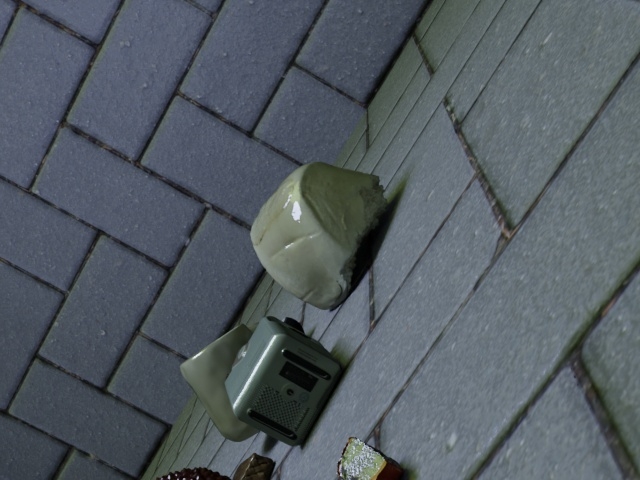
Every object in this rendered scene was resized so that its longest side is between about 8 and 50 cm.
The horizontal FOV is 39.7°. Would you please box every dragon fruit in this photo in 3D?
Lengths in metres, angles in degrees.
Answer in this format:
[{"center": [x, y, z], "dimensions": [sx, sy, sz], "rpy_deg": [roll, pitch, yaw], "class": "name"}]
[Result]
[{"center": [0.061, 0.279, 1.063], "dimensions": [0.083, 0.060, 0.056], "rpy_deg": [16, 73, 52], "class": "dragon fruit"}]

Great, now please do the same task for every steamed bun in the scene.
[{"center": [0.000, 0.000, 1.950], "dimensions": [0.272, 0.273, 0.290], "rpy_deg": [-91, 24, -45], "class": "steamed bun"}]

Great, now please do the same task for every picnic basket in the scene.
[{"center": [-0.155, 0.501, 1.687], "dimensions": [0.110, 0.054, 0.193], "rpy_deg": [-50, 15, 54], "class": "picnic basket"}]

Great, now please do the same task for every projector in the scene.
[{"center": [-0.075, 0.256, 1.668], "dimensions": [0.177, 0.163, 0.242], "rpy_deg": [-59, 10, -3], "class": "projector"}]

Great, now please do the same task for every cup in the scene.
[{"center": [-0.162, 0.293, 1.888], "dimensions": [0.173, 0.202, 0.255], "rpy_deg": [-34, -1, 18], "class": "cup"}]

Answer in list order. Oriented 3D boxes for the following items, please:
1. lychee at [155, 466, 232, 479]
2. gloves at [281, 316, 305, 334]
[{"center": [-0.216, 0.513, 1.434], "dimensions": [0.271, 0.271, 0.271], "rpy_deg": [-59, 8, 13], "class": "lychee"}, {"center": [-0.111, 0.255, 2.099], "dimensions": [0.097, 0.119, 0.229], "rpy_deg": [-28, -13, -30], "class": "gloves"}]
